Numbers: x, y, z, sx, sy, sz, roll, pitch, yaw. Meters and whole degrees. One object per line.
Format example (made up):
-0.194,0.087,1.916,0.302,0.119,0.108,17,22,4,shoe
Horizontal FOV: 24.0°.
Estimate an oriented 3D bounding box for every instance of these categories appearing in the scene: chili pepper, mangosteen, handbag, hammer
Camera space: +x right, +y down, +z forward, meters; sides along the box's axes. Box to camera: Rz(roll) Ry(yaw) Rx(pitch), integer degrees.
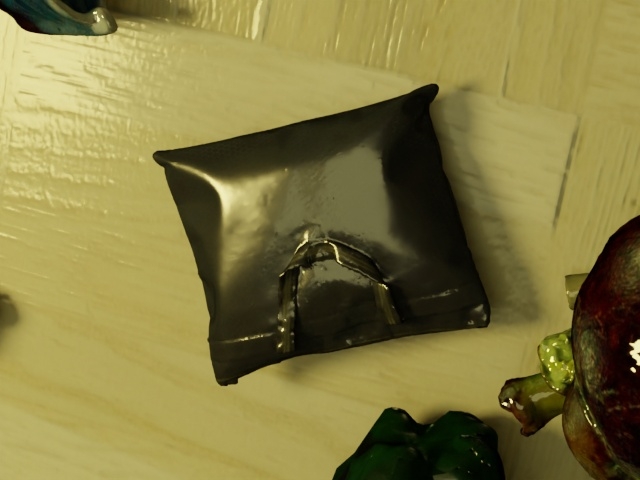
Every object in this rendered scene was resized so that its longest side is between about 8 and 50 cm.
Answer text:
0.079,0.275,1.244,0.165,0.174,0.261,1,99,-10,chili pepper
0.256,0.085,1.122,0.289,0.231,0.231,-8,99,38,mangosteen
0.000,0.000,1.252,0.254,0.089,0.211,-13,95,16,handbag
0.240,0.120,1.234,0.060,0.028,0.195,-6,103,11,hammer

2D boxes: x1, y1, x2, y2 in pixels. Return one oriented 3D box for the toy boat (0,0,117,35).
-0.248,-0.306,1.245,0.142,0.129,0.309,-24,92,34,toy boat
